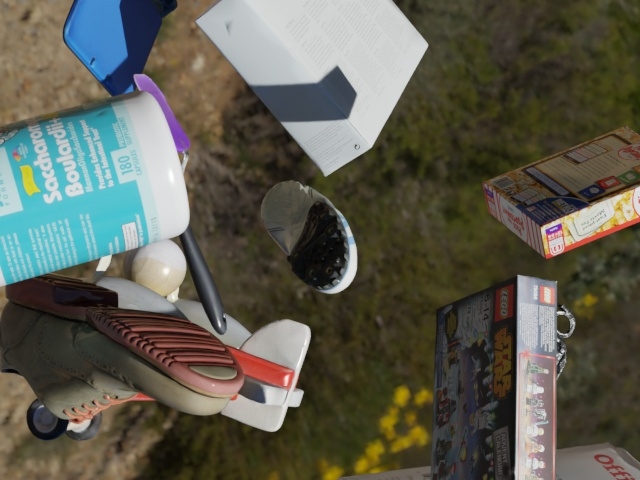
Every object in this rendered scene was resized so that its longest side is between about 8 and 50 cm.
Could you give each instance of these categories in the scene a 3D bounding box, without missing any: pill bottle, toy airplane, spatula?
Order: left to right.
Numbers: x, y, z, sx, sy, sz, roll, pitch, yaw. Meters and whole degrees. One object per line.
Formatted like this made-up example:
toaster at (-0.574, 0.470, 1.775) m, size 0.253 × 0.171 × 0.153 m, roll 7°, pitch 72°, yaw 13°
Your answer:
pill bottle at (-0.266, -0.041, 1.315) m, size 0.264 × 0.146 × 0.146 m, roll -17°, pitch 153°, yaw -12°
toy airplane at (-0.199, 0.126, 1.880) m, size 0.384 × 0.273 × 0.386 m, roll 4°, pitch 169°, yaw -32°
spatula at (-0.147, -0.039, 1.523) m, size 0.030 × 0.297 × 0.084 m, roll -12°, pitch -174°, yaw 9°

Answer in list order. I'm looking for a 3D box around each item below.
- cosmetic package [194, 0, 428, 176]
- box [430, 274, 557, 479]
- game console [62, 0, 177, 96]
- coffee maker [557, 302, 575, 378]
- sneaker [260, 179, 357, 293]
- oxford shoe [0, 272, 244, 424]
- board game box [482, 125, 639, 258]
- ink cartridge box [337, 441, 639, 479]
cosmetic package at (0.000, -0.301, 2.043) m, size 0.097 × 0.284 × 0.377 m, roll -30°, pitch -164°, yaw 30°
box at (0.091, 0.095, 0.751) m, size 0.027 × 0.137 × 0.094 m, roll 10°, pitch 162°, yaw -22°
game console at (-0.331, -0.376, 2.024) m, size 0.173 × 0.250 × 0.293 m, roll -39°, pitch 163°, yaw -3°
coffee maker at (0.325, 0.192, 2.289) m, size 0.171 × 0.120 × 0.178 m, roll -32°, pitch -177°, yaw -14°
sneaker at (0.000, 0.000, 1.569) m, size 0.086 × 0.237 × 0.085 m, roll 37°, pitch 97°, yaw -26°
oxford shoe at (-0.204, 0.127, 1.390) m, size 0.123 × 0.348 × 0.130 m, roll 12°, pitch 94°, yaw -42°
board game box at (0.304, -0.058, 1.593) m, size 0.193 × 0.147 × 0.045 m, roll -21°, pitch 118°, yaw -11°
ink cartridge box at (0.189, 0.308, 1.300) m, size 0.307 × 0.223 × 0.129 m, roll -4°, pitch 113°, yaw -21°
